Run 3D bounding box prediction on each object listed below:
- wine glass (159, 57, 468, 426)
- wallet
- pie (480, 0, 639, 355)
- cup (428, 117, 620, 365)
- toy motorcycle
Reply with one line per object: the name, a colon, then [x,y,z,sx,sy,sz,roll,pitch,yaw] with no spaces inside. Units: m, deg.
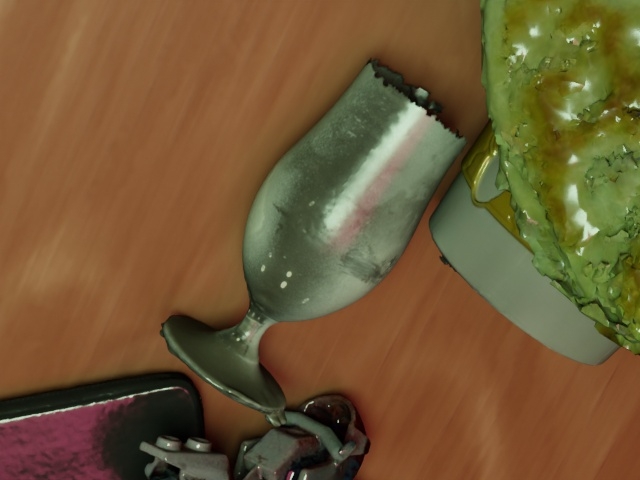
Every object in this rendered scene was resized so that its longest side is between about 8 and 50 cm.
wine glass: [0.000,0.000,1.076,0.103,0.103,0.222,30,105,-23]
wallet: [-0.183,0.167,1.139,0.250,0.044,0.149,-11,111,-8]
pie: [0.293,-0.056,0.847,0.395,0.180,0.418,-34,77,10]
cup: [0.198,-0.036,1.041,0.185,0.241,0.226,26,112,-36]
toy motorcycle: [-0.036,0.158,1.119,0.213,0.082,0.122,9,93,-46]
